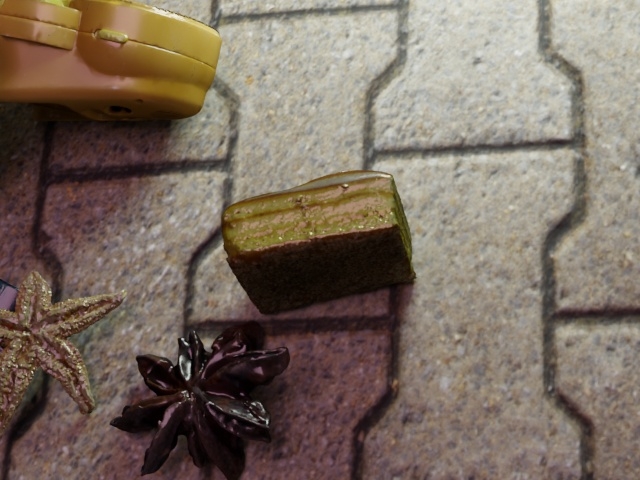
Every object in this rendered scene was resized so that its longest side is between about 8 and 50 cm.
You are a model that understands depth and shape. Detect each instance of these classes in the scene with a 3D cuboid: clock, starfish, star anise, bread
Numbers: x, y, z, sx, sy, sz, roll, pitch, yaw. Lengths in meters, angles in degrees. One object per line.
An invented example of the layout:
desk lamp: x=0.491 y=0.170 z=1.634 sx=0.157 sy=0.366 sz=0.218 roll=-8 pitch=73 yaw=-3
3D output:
clock: x=-0.304 y=-0.262 z=2.034 sx=0.317 sy=0.244 sz=0.200 roll=9 pitch=91 yaw=13
starfish: x=-0.408 y=0.154 z=1.940 sx=0.295 sy=0.048 sz=0.231 roll=-5 pitch=79 yaw=0
star anise: x=-0.153 y=0.209 z=1.853 sx=0.282 sy=0.129 sz=0.212 roll=-23 pitch=57 yaw=14
bread: x=0.000 y=0.000 z=1.862 sx=0.234 sy=0.184 sz=0.111 roll=-12 pitch=61 yaw=8

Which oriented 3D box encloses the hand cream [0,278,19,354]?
hand cream: x=-0.499 y=0.183 z=1.995 sx=0.120 sy=0.061 sz=0.271 roll=25 pitch=83 yaw=17
